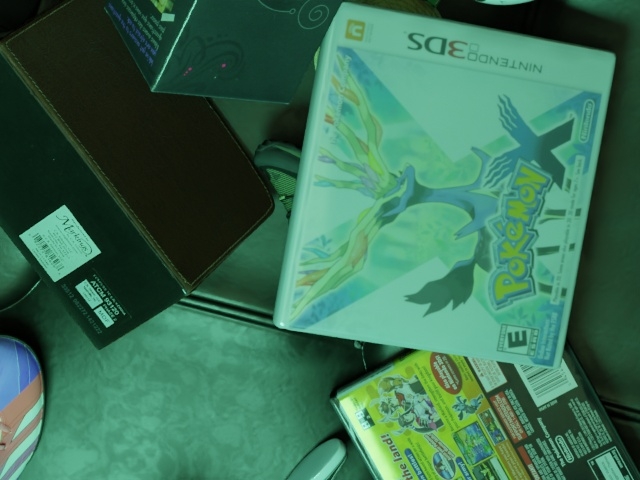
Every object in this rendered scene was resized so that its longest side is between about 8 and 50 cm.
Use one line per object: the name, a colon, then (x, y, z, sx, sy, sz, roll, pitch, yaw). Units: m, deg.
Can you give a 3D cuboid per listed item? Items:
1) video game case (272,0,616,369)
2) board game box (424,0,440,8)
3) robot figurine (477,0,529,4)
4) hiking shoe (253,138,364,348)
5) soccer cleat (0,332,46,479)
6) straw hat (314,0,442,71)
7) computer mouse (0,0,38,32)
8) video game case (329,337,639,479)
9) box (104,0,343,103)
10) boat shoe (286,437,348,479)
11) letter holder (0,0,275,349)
video game case: (0.125, -0.053, 1.875, 0.300, 0.036, 0.329, 9, 94, -12)
board game box: (0.118, -0.419, 1.843, 0.213, 0.046, 0.317, 34, 107, -6)
robot figurine: (0.160, -0.357, 1.743, 0.173, 0.209, 0.278, -18, 106, -4)
hiking shoe: (0.000, 0.000, 1.905, 0.114, 0.086, 0.227, -44, 95, -16)
soccer cleat: (-0.371, 0.252, 1.955, 0.108, 0.116, 0.318, 23, 99, -1)
straw hat: (0.061, -0.189, 1.901, 0.144, 0.061, 0.145, 0, 98, 3)
computer mouse: (-0.428, -0.275, 1.908, 0.262, 0.060, 0.184, 38, 97, -3)
video game case: (0.182, 0.221, 1.971, 0.248, 0.035, 0.275, -29, 97, 6)
box: (-0.068, -0.278, 1.775, 0.165, 0.143, 0.270, 2, 131, -35)
boat shoe: (-0.016, 0.269, 1.983, 0.040, 0.049, 0.142, 38, 100, -23)
letter holder: (-0.217, -0.084, 1.898, 0.152, 0.214, 0.302, -32, 99, 38)
